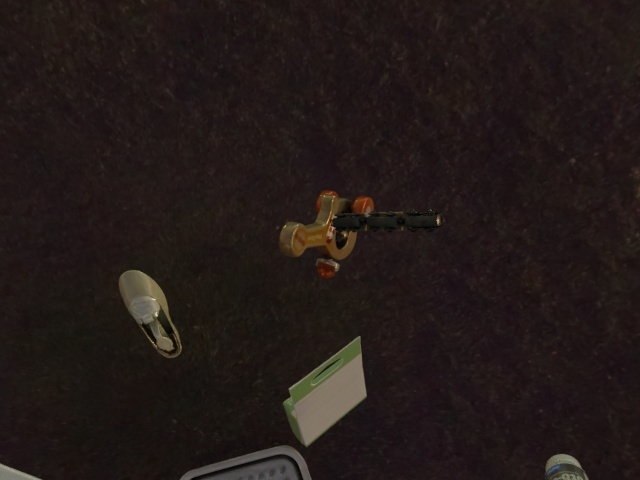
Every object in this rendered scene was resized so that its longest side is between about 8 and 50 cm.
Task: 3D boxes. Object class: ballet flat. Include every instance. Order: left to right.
[{"bbox_3d":[-0.377,0.175,1.240,0.086,0.248,0.086,-11,38,9],"label":"ballet flat"}]

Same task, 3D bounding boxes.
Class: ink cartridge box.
[{"bbox_3d":[0.007,0.285,1.078,0.171,0.235,0.056,-33,48,-22],"label":"ink cartridge box"}]

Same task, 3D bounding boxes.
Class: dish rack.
[{"bbox_3d":[-0.121,0.597,1.151,0.285,0.072,0.333,-18,93,8],"label":"dish rack"}]

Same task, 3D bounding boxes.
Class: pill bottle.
[{"bbox_3d":[0.448,0.452,0.993,0.078,0.137,0.078,3,101,15],"label":"pill bottle"}]

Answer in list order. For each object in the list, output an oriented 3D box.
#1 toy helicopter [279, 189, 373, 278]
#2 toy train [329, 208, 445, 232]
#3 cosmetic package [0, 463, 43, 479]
[{"bbox_3d":[0.000,0.000,1.407,0.140,0.355,0.235,12,102,28],"label":"toy helicopter"},{"bbox_3d":[0.078,-0.024,0.671,0.036,0.158,0.027,-10,98,-50],"label":"toy train"},{"bbox_3d":[-0.236,0.296,0.445,0.224,0.225,0.138,22,50,-1],"label":"cosmetic package"}]
